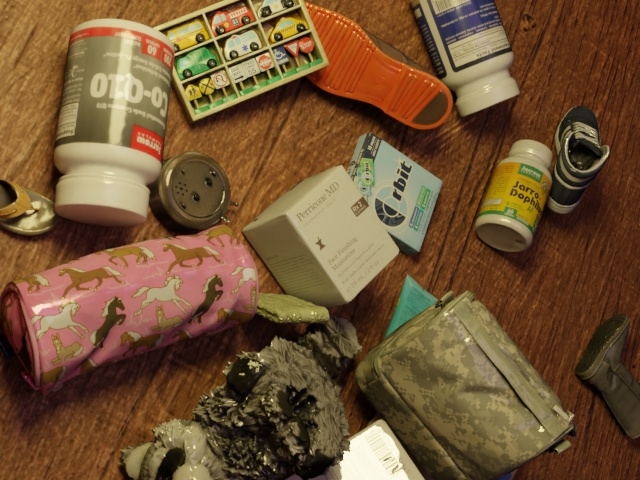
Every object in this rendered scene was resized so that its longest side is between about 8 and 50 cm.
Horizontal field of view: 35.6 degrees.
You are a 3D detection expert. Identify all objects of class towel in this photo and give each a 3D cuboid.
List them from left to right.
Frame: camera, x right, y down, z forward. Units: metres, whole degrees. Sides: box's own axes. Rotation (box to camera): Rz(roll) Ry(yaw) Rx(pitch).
[{"bbox_3d":[-0.064,0.108,1.626,0.110,0.148,0.027,2,100,-35],"label":"towel"}]

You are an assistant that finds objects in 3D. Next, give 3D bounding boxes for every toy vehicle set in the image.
[{"bbox_3d":[-0.134,-0.323,1.682,0.267,0.035,0.166,-26,96,-19],"label":"toy vehicle set"}]

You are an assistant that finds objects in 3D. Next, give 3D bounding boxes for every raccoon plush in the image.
[{"bbox_3d":[-0.103,0.303,1.590,0.216,0.299,0.446,60,23,8],"label":"raccoon plush"}]

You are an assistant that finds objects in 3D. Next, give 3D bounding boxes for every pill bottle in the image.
[{"bbox_3d":[-0.313,-0.173,1.500,0.161,0.161,0.283,12,75,-31],"label":"pill bottle"},{"bbox_3d":[0.285,-0.385,1.940,0.153,0.153,0.264,-24,96,-34],"label":"pill bottle"},{"bbox_3d":[0.392,-0.092,1.978,0.117,0.117,0.208,36,64,-23],"label":"pill bottle"}]

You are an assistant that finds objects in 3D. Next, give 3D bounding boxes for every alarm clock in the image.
[{"bbox_3d":[-0.222,-0.092,1.609,0.192,0.064,0.129,46,60,-15],"label":"alarm clock"}]

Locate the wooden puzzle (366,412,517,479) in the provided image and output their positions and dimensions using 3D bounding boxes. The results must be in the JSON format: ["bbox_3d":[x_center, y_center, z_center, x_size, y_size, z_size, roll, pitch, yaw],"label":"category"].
[{"bbox_3d":[0.284,0.328,1.854,0.322,0.080,0.348,50,59,-16],"label":"wooden puzzle"}]

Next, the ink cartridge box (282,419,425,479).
[{"bbox_3d":[0.074,0.481,1.614,0.261,0.066,0.296,-28,65,-16],"label":"ink cartridge box"}]

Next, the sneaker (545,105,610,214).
[{"bbox_3d":[0.539,-0.202,2.049,0.099,0.153,0.282,19,57,5],"label":"sneaker"}]

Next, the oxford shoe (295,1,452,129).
[{"bbox_3d":[0.070,-0.325,1.826,0.364,0.132,0.130,31,109,-13],"label":"oxford shoe"}]

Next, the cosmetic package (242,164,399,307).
[{"bbox_3d":[0.000,0.000,1.681,0.151,0.151,0.183,-43,105,-32],"label":"cosmetic package"}]

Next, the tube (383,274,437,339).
[{"bbox_3d":[0.152,0.166,1.818,0.080,0.052,0.207,41,57,-23],"label":"tube"}]

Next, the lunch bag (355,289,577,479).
[{"bbox_3d":[0.247,0.246,1.644,0.212,0.256,0.305,-36,85,-30],"label":"lunch bag"}]

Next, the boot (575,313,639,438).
[{"bbox_3d":[0.648,0.286,2.107,0.208,0.076,0.189,42,76,-13],"label":"boot"}]

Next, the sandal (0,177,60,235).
[{"bbox_3d":[-0.462,-0.063,1.449,0.180,0.049,0.072,32,66,-25],"label":"sandal"}]

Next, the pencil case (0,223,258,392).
[{"bbox_3d":[-0.274,0.095,1.481,0.386,0.167,0.160,-17,62,-34],"label":"pencil case"}]

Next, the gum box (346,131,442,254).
[{"bbox_3d":[0.128,-0.086,1.849,0.184,0.041,0.157,31,66,-26],"label":"gum box"}]
